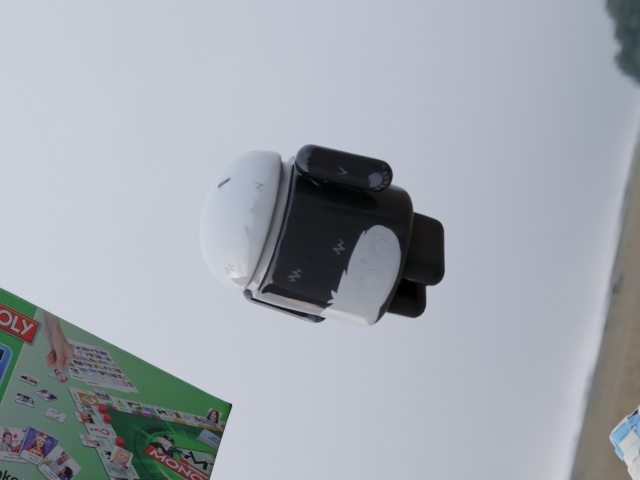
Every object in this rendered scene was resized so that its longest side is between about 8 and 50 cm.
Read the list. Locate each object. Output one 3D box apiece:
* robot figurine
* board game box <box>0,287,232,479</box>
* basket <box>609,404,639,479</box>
[{"bbox_3d":[0.001,-0.003,1.735,0.173,0.278,0.209,-146,72,-79],"label":"robot figurine"},{"bbox_3d":[-0.235,0.157,1.181,0.046,0.317,0.213,-36,31,49],"label":"board game box"},{"bbox_3d":[0.431,0.236,1.440,0.255,0.289,0.201,-51,-31,19],"label":"basket"}]
